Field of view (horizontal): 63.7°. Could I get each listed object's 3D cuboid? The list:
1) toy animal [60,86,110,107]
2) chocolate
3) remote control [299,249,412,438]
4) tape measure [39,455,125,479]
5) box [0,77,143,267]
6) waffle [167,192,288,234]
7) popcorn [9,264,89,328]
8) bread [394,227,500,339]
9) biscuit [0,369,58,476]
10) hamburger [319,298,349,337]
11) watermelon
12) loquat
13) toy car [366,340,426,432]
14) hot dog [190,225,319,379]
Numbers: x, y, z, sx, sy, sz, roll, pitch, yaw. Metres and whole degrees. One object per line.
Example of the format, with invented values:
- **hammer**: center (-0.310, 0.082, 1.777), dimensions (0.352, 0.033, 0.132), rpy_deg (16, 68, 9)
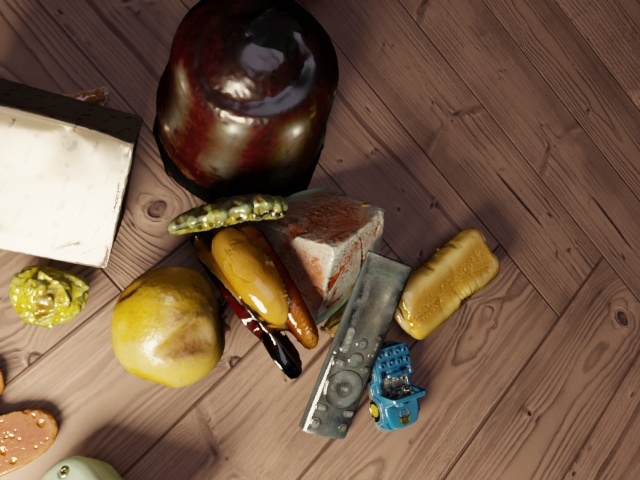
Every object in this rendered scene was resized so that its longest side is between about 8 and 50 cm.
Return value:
- **toy animal**: center (-0.480, -0.191, 0.944), dimensions (0.185, 0.104, 0.184), rpy_deg (-5, 88, -27)
- **chocolate**: center (-0.118, -0.280, 0.980), dimensions (0.384, 0.331, 0.383), rpy_deg (5, 76, -23)
- **remote control**: center (0.071, 0.211, 1.022), dimensions (0.107, 0.044, 0.377), rpy_deg (20, 93, -17)
- **tape measure**: center (-0.358, 0.468, 0.774), dimensions (0.243, 0.125, 0.246), rpy_deg (28, 67, 25)
- **box**: center (-0.467, -0.120, 0.837), dimensions (0.297, 0.190, 0.225), rpy_deg (12, 111, -20)
- **waffle**: center (-0.161, -0.054, 0.946), dimensions (0.204, 0.223, 0.054), rpy_deg (-9, 95, 2)
- **popcorn**: center (-0.465, 0.097, 0.878), dimensions (0.121, 0.116, 0.106), rpy_deg (34, 71, -56)
- **bread**: center (0.281, 0.094, 1.175), dimensions (0.305, 0.091, 0.142), rpy_deg (-34, 94, -24)
- **biscuit**: center (-0.546, 0.291, 0.842), dimensions (0.186, 0.036, 0.192), rpy_deg (-19, 85, -26)
- **hamburger**: center (0.087, 0.165, 1.093), dimensions (0.176, 0.087, 0.102), rpy_deg (-40, 109, -18)
- **watermelon**: center (0.000, 0.000, 1.030), dimensions (0.213, 0.201, 0.261), rpy_deg (-36, 84, -28)
- **loquat**: center (-0.255, 0.149, 0.893), dimensions (0.213, 0.213, 0.213), rpy_deg (5, 77, -20)
- **toy car**: center (0.156, 0.303, 1.076), dimensions (0.097, 0.100, 0.191), rpy_deg (-9, 86, -26)
- **hot dog**: center (-0.099, 0.082, 0.965), dimensions (0.107, 0.194, 0.326), rpy_deg (-39, 90, 7)
